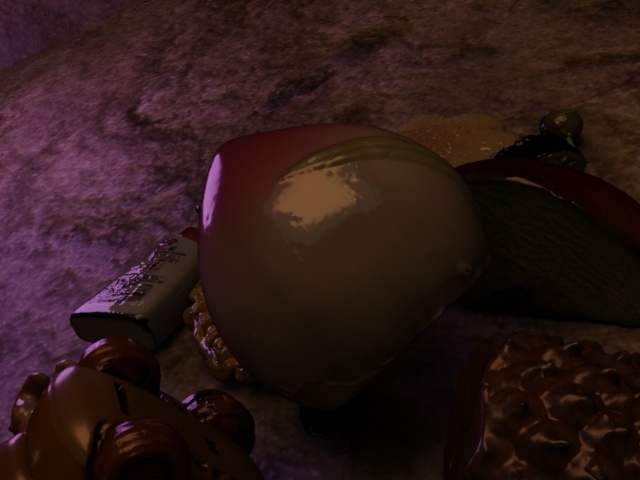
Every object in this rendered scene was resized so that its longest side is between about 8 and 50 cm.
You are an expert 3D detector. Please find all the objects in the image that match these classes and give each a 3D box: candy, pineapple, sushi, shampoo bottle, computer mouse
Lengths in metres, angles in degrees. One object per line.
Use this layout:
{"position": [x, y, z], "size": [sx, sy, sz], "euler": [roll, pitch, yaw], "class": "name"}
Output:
{"position": [0.351, -0.118, 1.350], "size": [0.061, 0.061, 0.203], "euler": [-17, 40, 8], "class": "candy"}
{"position": [0.274, 0.192, 0.746], "size": [0.357, 0.223, 0.223], "euler": [10, 36, 3], "class": "pineapple"}
{"position": [0.274, -0.083, 1.293], "size": [0.150, 0.091, 0.078], "euler": [-30, 29, -7], "class": "sushi"}
{"position": [-0.218, 0.044, 1.417], "size": [0.153, 0.071, 0.284], "euler": [2, 35, 34], "class": "shampoo bottle"}
{"position": [0.010, 0.176, 1.091], "size": [0.079, 0.047, 0.135], "euler": [-9, 37, -3], "class": "computer mouse"}

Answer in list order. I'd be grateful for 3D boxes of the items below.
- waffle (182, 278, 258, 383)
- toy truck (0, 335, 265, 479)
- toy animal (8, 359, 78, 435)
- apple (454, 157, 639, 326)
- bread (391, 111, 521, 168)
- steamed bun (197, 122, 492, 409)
{"position": [-0.066, 0.086, 1.267], "size": [0.262, 0.060, 0.281], "euler": [-3, 34, 30], "class": "waffle"}
{"position": [-0.180, 0.233, 0.927], "size": [0.212, 0.288, 0.204], "euler": [-47, 32, 6], "class": "toy truck"}
{"position": [-0.336, 0.261, 1.154], "size": [0.183, 0.104, 0.185], "euler": [-36, 39, 34], "class": "toy animal"}
{"position": [0.251, -0.001, 1.118], "size": [0.346, 0.179, 0.254], "euler": [6, 2, 37], "class": "apple"}
{"position": [0.150, -0.110, 1.448], "size": [0.315, 0.054, 0.316], "euler": [-16, 29, 9], "class": "bread"}
{"position": [0.000, 0.000, 1.007], "size": [0.309, 0.309, 0.309], "euler": [-15, 31, 10], "class": "steamed bun"}
